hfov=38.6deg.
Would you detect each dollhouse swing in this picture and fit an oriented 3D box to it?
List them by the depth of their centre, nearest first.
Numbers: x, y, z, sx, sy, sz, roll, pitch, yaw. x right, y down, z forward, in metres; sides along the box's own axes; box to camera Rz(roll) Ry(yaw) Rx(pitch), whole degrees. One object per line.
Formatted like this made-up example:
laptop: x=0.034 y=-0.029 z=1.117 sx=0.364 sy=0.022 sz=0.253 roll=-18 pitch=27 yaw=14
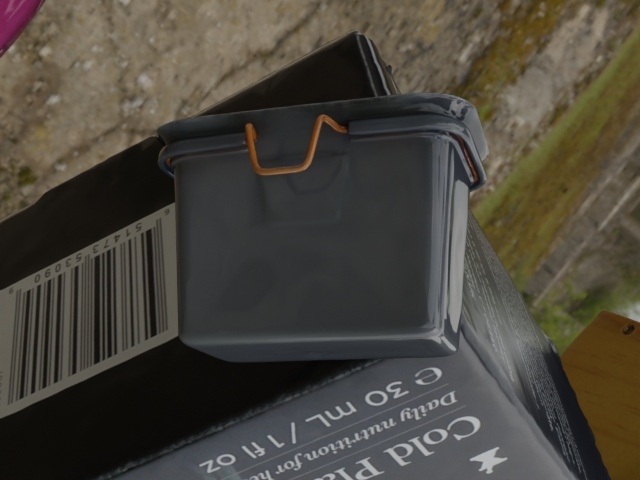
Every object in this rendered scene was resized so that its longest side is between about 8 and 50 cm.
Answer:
dollhouse swing: x=0.352 y=0.323 z=1.086 sx=0.347 sy=0.305 sz=0.315 roll=-46 pitch=-155 yaw=-10

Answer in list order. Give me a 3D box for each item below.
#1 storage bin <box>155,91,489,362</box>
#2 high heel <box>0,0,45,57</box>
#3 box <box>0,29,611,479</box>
storage bin: x=0.000 y=0.000 z=0.373 sx=0.098 sy=0.135 sz=0.091 roll=45 pitch=43 yaw=-67
high heel: x=-0.185 y=-0.264 z=0.393 sx=0.181 sy=0.127 sz=0.378 roll=24 pitch=67 yaw=-76
box: x=-0.046 y=0.169 z=0.781 sx=0.479 sy=0.298 sz=0.472 roll=-26 pitch=137 yaw=14
